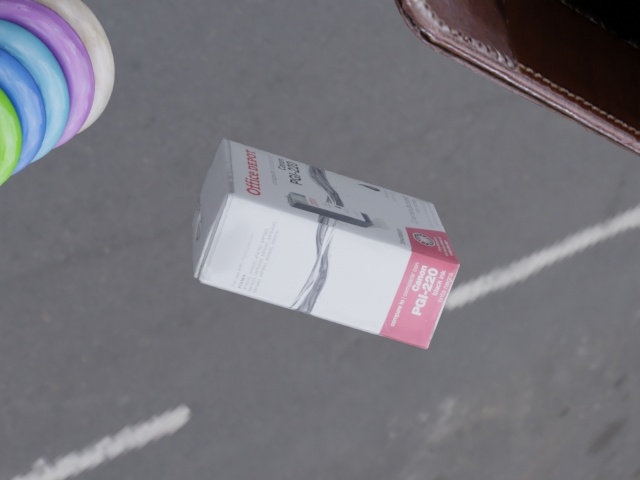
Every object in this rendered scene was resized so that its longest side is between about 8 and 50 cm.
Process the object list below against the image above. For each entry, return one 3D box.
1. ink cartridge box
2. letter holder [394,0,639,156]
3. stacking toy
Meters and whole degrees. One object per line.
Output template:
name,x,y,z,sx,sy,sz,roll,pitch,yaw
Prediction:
ink cartridge box,0.000,0.000,1.394,0.217,0.158,0.092,15,110,-11
letter holder,0.135,-0.206,0.588,0.214,0.302,0.152,20,151,-41
stacking toy,-0.278,-0.083,1.157,0.330,0.141,0.141,-58,170,-59
